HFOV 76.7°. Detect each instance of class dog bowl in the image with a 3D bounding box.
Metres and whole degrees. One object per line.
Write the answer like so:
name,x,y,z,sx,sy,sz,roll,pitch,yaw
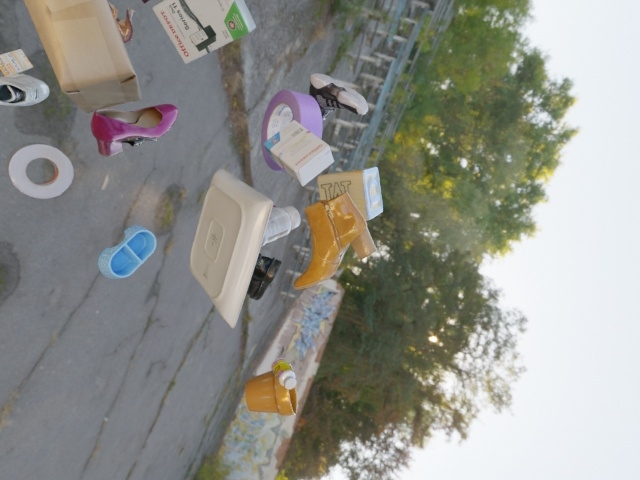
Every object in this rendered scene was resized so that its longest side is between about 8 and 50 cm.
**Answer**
dog bowl,-0.917,0.058,1.947,0.297,0.073,0.166,-55,135,-33

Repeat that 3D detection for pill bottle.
pill bottle,-0.091,0.336,1.018,0.083,0.043,0.044,35,-72,56
pill bottle,-0.196,-0.067,1.680,0.229,0.131,0.131,-26,145,-45

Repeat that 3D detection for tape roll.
tape roll,-0.108,-0.379,1.421,0.274,0.090,0.275,-1,-91,55
tape roll,-1.133,-0.283,1.638,0.219,0.072,0.220,-19,119,-39

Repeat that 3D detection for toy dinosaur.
toy dinosaur,-0.891,-0.898,1.764,0.127,0.295,0.201,-9,94,-62

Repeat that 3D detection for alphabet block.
alphabet block,0.123,-0.183,1.621,0.192,0.196,0.194,-27,111,-62

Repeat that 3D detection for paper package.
paper package,-0.596,-0.521,1.016,0.309,0.168,0.325,20,-50,68

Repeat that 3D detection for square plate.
square plate,-0.268,0.002,1.097,0.347,0.049,0.345,34,-71,50

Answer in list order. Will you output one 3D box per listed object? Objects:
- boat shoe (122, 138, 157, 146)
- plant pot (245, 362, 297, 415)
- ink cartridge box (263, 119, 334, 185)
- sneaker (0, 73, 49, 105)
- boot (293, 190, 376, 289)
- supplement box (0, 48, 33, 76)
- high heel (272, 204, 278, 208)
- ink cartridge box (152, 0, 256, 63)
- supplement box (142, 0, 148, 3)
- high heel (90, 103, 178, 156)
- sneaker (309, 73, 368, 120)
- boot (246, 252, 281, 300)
boat shoe,-0.786,-0.425,1.676,0.227,0.081,0.069,-7,99,-45
plant pot,-0.208,0.634,1.693,0.205,0.187,0.206,-9,90,-88
ink cartridge box,-0.045,-0.181,0.835,0.088,0.122,0.052,-40,145,-10
sneaker,-0.816,-0.397,1.089,0.235,0.094,0.090,-65,167,-66
boot,0.000,0.000,1.199,0.294,0.211,0.104,-30,-175,15
supplement box,-1.015,-0.587,1.336,0.099,0.036,0.062,-78,152,-52
high heel,-0.294,-0.168,2.133,0.082,0.243,0.117,-63,-167,-1
ink cartridge box,-0.298,-0.578,1.047,0.087,0.208,0.153,-82,149,-50
supplement box,-0.660,-1.053,1.618,0.104,0.188,0.081,55,13,-36
high heel,-0.666,-0.460,1.494,0.377,0.127,0.181,-55,176,-39
sneaker,0.056,-0.525,1.575,0.101,0.268,0.153,-36,157,-46
boot,-0.306,0.093,1.538,0.348,0.259,0.131,-50,-164,58
